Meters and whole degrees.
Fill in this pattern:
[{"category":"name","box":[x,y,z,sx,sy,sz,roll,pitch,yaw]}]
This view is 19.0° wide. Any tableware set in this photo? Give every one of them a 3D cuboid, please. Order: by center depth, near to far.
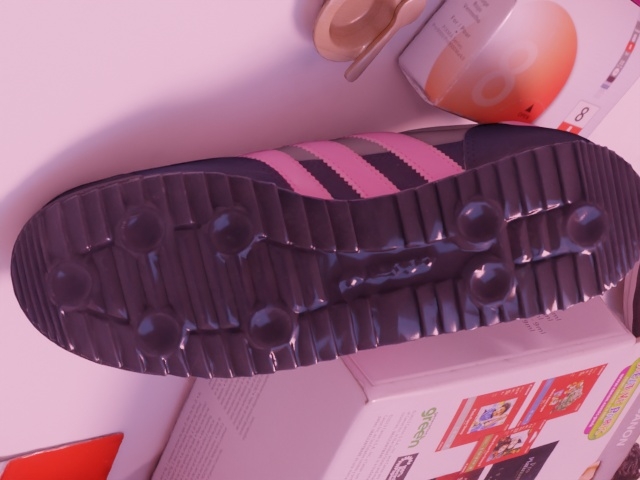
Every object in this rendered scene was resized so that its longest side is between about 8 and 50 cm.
[{"category":"tableware set","box":[0.030,-0.152,0.911,0.141,0.020,0.168,-43,147,10]}]

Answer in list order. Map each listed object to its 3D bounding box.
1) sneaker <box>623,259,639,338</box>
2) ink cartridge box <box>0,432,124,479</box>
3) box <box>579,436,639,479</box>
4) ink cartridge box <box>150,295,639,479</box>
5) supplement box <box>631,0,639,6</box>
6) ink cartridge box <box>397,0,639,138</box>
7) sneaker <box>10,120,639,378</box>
[{"category":"sneaker","box":[0.325,-0.002,1.224,0.124,0.180,0.321,-5,136,-39]},{"category":"ink cartridge box","box":[-0.226,0.209,1.098,0.232,0.066,0.189,-6,137,-33]},{"category":"box","box":[0.225,0.135,1.357,0.232,0.058,0.087,-18,128,-6]},{"category":"ink cartridge box","box":[0.049,0.133,1.185,0.272,0.130,0.309,-8,138,-36]},{"category":"supplement box","box":[0.272,-0.133,0.972,0.220,0.114,0.111,19,106,-20]},{"category":"ink cartridge box","box":[0.145,-0.132,1.022,0.179,0.045,0.145,-48,146,21]},{"category":"sneaker","box":[0.000,0.000,0.994,0.319,0.131,0.112,-4,102,-9]}]
